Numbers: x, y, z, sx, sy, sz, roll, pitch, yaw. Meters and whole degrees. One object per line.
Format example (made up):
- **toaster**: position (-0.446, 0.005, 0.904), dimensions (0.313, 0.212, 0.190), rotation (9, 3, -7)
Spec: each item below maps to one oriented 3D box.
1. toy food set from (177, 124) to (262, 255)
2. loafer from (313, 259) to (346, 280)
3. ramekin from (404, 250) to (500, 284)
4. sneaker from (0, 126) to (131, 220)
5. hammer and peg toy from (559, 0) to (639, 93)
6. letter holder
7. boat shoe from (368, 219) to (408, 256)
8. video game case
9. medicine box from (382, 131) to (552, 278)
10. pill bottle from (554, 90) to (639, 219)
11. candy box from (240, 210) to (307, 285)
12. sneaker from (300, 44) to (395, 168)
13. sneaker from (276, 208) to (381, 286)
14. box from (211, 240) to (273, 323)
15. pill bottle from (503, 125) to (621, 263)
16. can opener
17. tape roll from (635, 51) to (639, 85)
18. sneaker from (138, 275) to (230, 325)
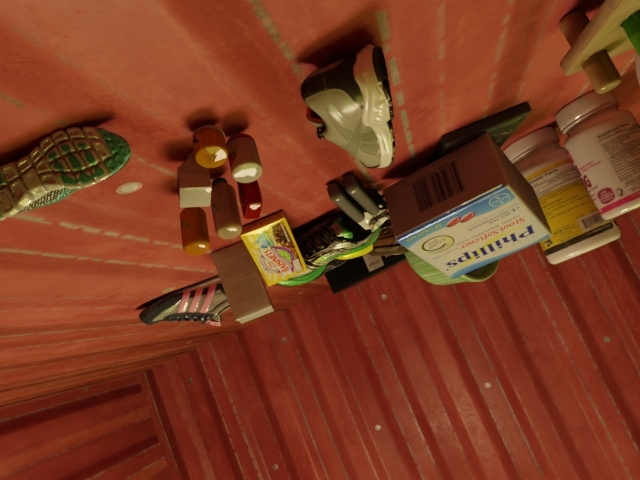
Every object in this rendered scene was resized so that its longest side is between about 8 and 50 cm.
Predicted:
- **toy food set**: position (-0.143, -0.086, 0.740), dimensions (0.111, 0.104, 0.232), rotation (-5, 146, -17)
- **loafer**: position (-0.038, 0.075, 1.644), dimensions (0.303, 0.109, 0.095), rotation (-16, 172, -46)
- **ramekin**: position (0.373, -0.014, 1.556), dimensions (0.303, 0.303, 0.148), rotation (-14, 173, -40)
- **sneaker**: position (-0.279, -0.074, 0.571), dimensions (0.167, 0.065, 0.076), rotation (-20, -174, 0)
- **hammer and peg toy**: position (0.465, -0.330, 0.619), dimensions (0.266, 0.127, 0.361), rotation (-23, 169, 0)
- **letter holder**: position (0.180, 0.044, 1.813), dimensions (0.302, 0.152, 0.214), rotation (-29, 170, 29)
- **boat shoe**: position (0.099, -0.007, 1.529), dimensions (0.307, 0.104, 0.111), rotation (-5, -176, 17)
- **video game case**: position (0.345, -0.214, 1.221), dimensions (0.196, 0.026, 0.274), rotation (-22, 169, -2)
- **medicine box**: position (0.337, -0.063, 1.217), dimensions (0.263, 0.149, 0.289), rotation (-29, 142, 29)
- **pill bottle**: position (0.684, -0.205, 1.260), dimensions (0.160, 0.283, 0.160), rotation (-22, 169, -4)
- **candy box**: position (-0.104, 0.024, 1.210), dimensions (0.105, 0.027, 0.206), rotation (-21, 140, 0)
- **sneaker**: position (0.042, -0.163, 0.703), dimensions (0.108, 0.100, 0.271), rotation (-10, 168, 9)
- **sneaker**: position (0.000, 0.000, 1.354), dimensions (0.344, 0.134, 0.146), rotation (-25, 159, -17)
- **box**: position (-0.185, 0.103, 1.286), dimensions (0.091, 0.170, 0.130), rotation (-22, 170, -7)
- **pill bottle**: position (0.623, -0.122, 1.408), dimensions (0.188, 0.333, 0.188), rotation (-22, 169, -4)
- **can opener**: position (0.088, -0.085, 1.196), dimensions (0.074, 0.093, 0.280), rotation (-28, 160, 15)
- **tape roll**: position (0.633, -0.301, 0.862), dimensions (0.072, 0.219, 0.219), rotation (-20, 169, -16)
- **sneaker**: position (-0.347, 0.196, 1.513), dimensions (0.319, 0.131, 0.112), rotation (-21, 169, -8)
